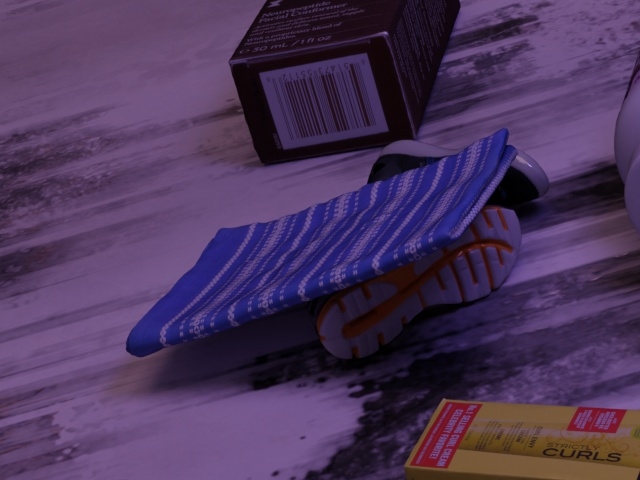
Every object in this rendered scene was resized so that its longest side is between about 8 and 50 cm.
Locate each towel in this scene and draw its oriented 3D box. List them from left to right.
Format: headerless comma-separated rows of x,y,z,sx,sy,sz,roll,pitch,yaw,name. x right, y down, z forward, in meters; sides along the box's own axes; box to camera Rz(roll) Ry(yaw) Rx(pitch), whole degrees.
0.000,0.000,1.387,0.336,0.040,0.243,-21,15,27,towel

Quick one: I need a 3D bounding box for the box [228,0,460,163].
0.040,-0.247,1.842,0.191,0.143,0.381,-9,27,17,box

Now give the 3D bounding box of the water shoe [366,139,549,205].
0.131,-0.047,1.508,0.203,0.073,0.080,6,57,45,water shoe

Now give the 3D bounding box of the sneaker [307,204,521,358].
0.080,0.024,1.372,0.215,0.084,0.083,-26,23,-14,sneaker

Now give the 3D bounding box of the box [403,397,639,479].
0.182,0.160,1.077,0.232,0.058,0.087,0,32,31,box

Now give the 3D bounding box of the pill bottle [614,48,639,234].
0.350,-0.110,1.365,0.169,0.169,0.301,-5,29,23,pill bottle
